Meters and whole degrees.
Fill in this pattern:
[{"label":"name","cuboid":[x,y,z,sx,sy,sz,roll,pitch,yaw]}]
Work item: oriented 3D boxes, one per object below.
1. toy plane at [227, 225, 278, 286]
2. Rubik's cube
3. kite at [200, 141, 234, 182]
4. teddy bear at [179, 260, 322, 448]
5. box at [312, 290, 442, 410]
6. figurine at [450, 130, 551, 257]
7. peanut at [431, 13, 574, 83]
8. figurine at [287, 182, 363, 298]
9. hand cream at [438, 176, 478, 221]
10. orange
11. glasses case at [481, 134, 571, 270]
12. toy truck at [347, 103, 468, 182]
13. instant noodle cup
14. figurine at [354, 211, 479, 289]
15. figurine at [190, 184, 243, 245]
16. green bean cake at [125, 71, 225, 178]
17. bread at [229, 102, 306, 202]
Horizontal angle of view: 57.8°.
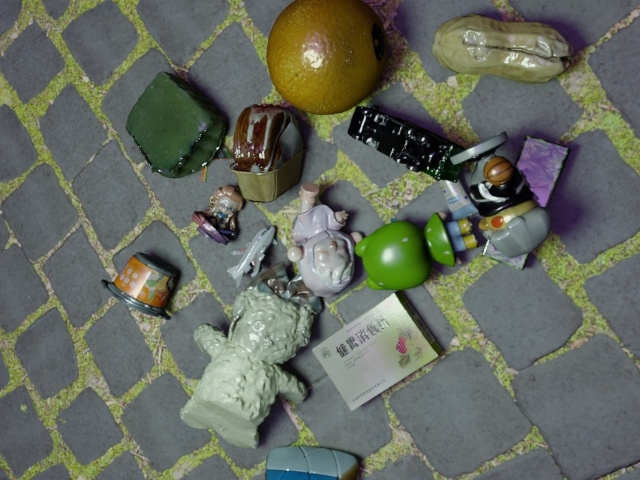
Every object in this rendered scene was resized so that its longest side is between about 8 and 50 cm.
[{"label":"toy plane","cuboid":[-0.169,0.036,1.465,0.171,0.065,0.162,-46,32,-5]},{"label":"Rubik's cube","cuboid":[0.006,0.623,1.407,0.254,0.254,0.255,1,93,21]},{"label":"kite","cuboid":[-0.309,-0.235,1.546,0.189,0.010,0.159,-2,93,22]},{"label":"teddy bear","cuboid":[-0.166,0.290,1.466,0.327,0.362,0.375,25,145,-1]},{"label":"box","cuboid":[0.131,0.261,1.375,0.260,0.062,0.175,-38,79,20]},{"label":"figurine","cuboid":[0.359,-0.084,1.133,0.133,0.176,0.236,-25,95,12]},{"label":"peanut","cuboid":[0.375,-0.401,1.211,0.290,0.130,0.130,14,98,18]},{"label":"figurine","cuboid":[0.000,0.001,1.375,0.133,0.200,0.276,-20,82,62]},{"label":"hand cream","cuboid":[0.292,-0.129,1.302,0.065,0.043,0.171,-27,86,35]},{"label":"orange","cuboid":[0.015,-0.412,1.274,0.274,0.274,0.274,1,93,21]},{"label":"glasses case","cuboid":[0.437,-0.079,1.238,0.095,0.062,0.272,22,100,21]},{"label":"toy truck","cuboid":[0.184,-0.218,1.273,0.259,0.121,0.088,36,115,37]},{"label":"instant noodle cup","cuboid":[-0.466,0.110,1.553,0.208,0.177,0.126,30,87,-14]},{"label":"figurine","cuboid":[0.214,0.020,1.293,0.263,0.143,0.162,-18,103,9]},{"label":"figurine","cuboid":[-0.261,-0.069,1.495,0.126,0.114,0.157,24,71,-12]},{"label":"green bean cake","cuboid":[-0.376,-0.289,1.502,0.222,0.125,0.227,-45,72,17]},{"label":"bread","cuboid":[-0.127,-0.211,1.362,0.142,0.224,0.212,5,117,23]}]
